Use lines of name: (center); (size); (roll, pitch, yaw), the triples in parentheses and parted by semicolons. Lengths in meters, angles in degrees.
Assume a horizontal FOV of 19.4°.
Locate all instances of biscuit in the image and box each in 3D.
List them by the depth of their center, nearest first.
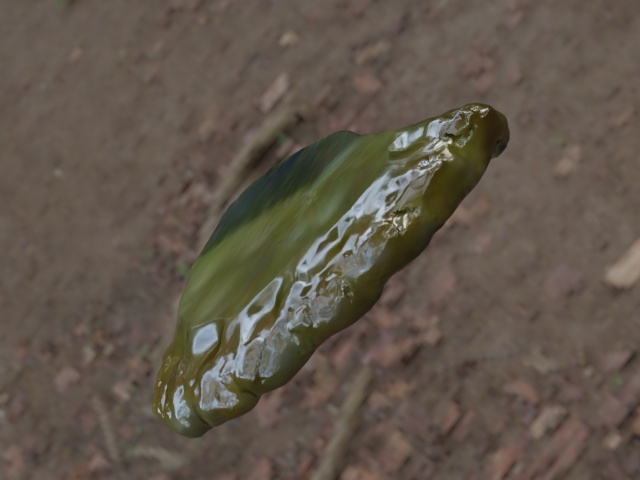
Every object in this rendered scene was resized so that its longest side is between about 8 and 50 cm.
biscuit: (0.000, 0.000, 1.380); (0.335, 0.078, 0.329); (-40, 16, 16)
